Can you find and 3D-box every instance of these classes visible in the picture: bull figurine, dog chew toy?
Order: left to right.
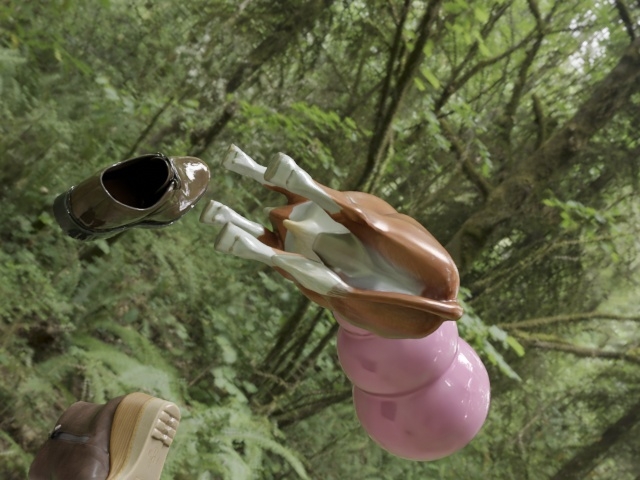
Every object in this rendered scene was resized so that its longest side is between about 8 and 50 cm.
[{"bbox_3d":[0.000,0.000,0.547,0.188,0.101,0.310,27,-4,-20],"label":"bull figurine"},{"bbox_3d":[0.119,0.160,0.937,0.332,0.207,0.206,65,-7,-24],"label":"dog chew toy"}]

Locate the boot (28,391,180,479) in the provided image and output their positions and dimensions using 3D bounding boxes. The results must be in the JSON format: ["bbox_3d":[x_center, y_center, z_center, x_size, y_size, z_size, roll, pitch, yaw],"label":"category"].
[{"bbox_3d":[-0.287,0.297,0.771,0.090,0.207,0.248,54,41,-29],"label":"boot"}]

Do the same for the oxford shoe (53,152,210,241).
[{"bbox_3d":[-0.188,-0.062,0.749,0.083,0.096,0.227,59,31,-4],"label":"oxford shoe"}]
